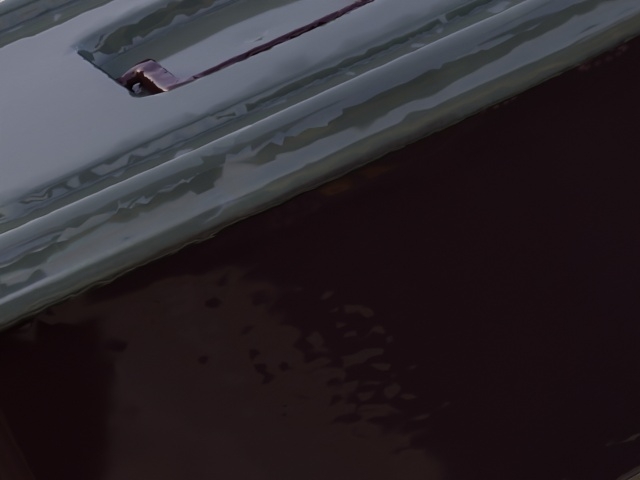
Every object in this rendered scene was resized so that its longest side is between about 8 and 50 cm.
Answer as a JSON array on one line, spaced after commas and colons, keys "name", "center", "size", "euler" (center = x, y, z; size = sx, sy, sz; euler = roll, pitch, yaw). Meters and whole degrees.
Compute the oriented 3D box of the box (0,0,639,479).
[{"name": "box", "center": [0.000, 0.000, 0.469], "size": [0.294, 0.168, 0.193], "euler": [-26, 27, -15]}]
